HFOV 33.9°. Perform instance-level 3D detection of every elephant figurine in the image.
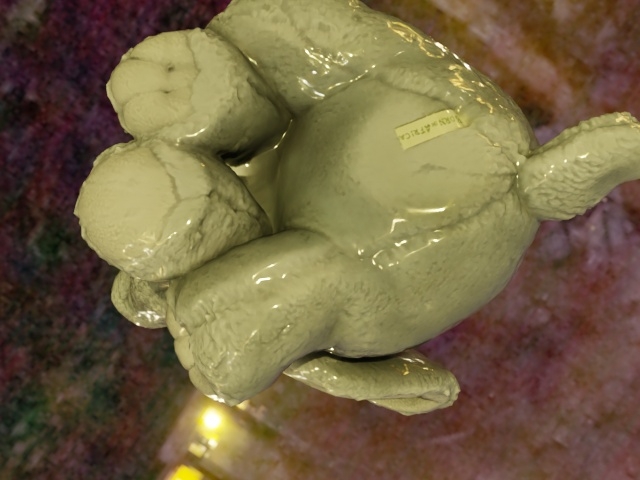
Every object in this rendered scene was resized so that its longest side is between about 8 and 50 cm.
[{"bbox_3d":[0.000,0.000,0.462,0.169,0.186,0.239,-44,165,-10],"label":"elephant figurine"}]
